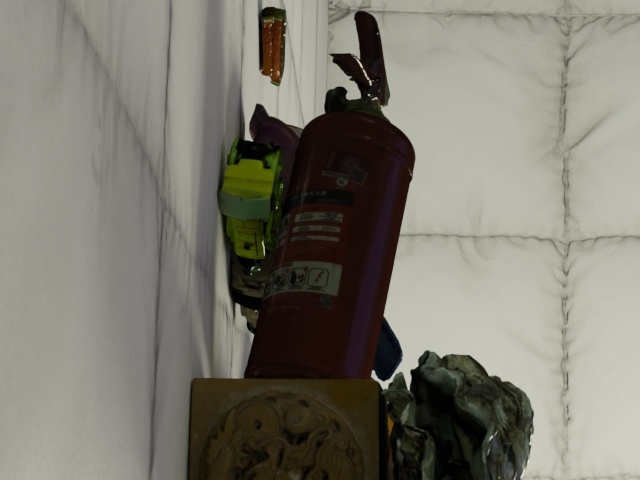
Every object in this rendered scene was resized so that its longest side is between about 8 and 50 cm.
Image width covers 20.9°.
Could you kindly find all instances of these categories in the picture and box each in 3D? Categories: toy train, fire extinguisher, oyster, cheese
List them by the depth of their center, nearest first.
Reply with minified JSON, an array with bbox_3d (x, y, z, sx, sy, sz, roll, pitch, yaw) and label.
[{"bbox_3d":[0.104,0.178,1.293,0.267,0.112,0.198,-59,147,-83],"label":"oyster"},{"bbox_3d":[0.014,-0.028,1.462,0.147,0.106,0.337,63,35,-62],"label":"fire extinguisher"},{"bbox_3d":[-0.057,0.003,1.543,0.249,0.053,0.085,88,12,-57],"label":"toy train"},{"bbox_3d":[0.000,0.000,1.631,0.286,0.074,0.189,61,-18,15],"label":"cheese"}]

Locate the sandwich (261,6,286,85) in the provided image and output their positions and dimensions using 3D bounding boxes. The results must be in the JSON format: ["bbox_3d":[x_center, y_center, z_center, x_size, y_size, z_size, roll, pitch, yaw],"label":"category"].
[{"bbox_3d":[-0.050,-0.209,1.873,0.069,0.026,0.101,-87,178,-60],"label":"sandwich"}]

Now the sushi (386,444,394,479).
[{"bbox_3d":[0.016,0.266,1.567,0.213,0.204,0.200,58,37,-76],"label":"sushi"}]

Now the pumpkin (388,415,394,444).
[{"bbox_3d":[0.038,0.297,1.764,0.222,0.139,0.317,24,37,-50],"label":"pumpkin"}]

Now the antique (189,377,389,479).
[{"bbox_3d":[-0.023,0.180,1.294,0.148,0.147,0.152,72,18,-78],"label":"antique"}]

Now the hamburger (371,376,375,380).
[{"bbox_3d":[0.007,0.245,2.059,0.245,0.155,0.282,73,12,-59],"label":"hamburger"}]
